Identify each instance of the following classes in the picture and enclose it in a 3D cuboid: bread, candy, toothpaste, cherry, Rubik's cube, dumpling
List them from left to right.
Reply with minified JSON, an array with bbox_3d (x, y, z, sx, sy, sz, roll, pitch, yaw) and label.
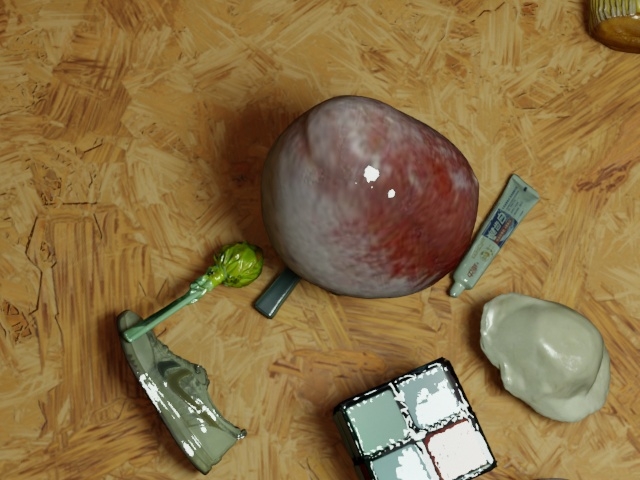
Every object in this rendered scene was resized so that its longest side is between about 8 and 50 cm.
[{"bbox_3d":[-0.191,0.078,1.746,0.262,0.077,0.073,-34,85,-30],"label":"candy"},{"bbox_3d":[0.053,-0.067,1.681,0.335,0.326,0.291,25,73,-39],"label":"cherry"},{"bbox_3d":[0.134,0.291,1.708,0.183,0.167,0.180,-21,80,-7],"label":"Rubik's cube"},{"bbox_3d":[0.274,-0.002,1.851,0.060,0.038,0.233,36,75,0],"label":"toothpaste"},{"bbox_3d":[0.347,0.177,1.770,0.250,0.132,0.162,32,68,-12],"label":"dumpling"},{"bbox_3d":[0.539,-0.371,1.902,0.190,0.132,0.114,3,79,-1],"label":"bread"}]

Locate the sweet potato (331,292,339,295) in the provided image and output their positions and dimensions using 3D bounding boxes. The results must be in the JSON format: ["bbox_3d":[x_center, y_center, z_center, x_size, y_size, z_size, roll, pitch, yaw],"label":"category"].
[{"bbox_3d":[0.123,0.018,1.821,0.249,0.059,0.069,-41,81,-12],"label":"sweet potato"}]

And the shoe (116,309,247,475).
[{"bbox_3d":[-0.216,0.216,1.736,0.098,0.103,0.275,-33,88,-11],"label":"shoe"}]

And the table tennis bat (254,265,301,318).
[{"bbox_3d":[0.000,0.000,1.836,0.173,0.022,0.301,36,76,4],"label":"table tennis bat"}]

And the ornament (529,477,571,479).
[{"bbox_3d":[0.329,0.436,1.687,0.177,0.177,0.178,1,77,-4],"label":"ornament"}]
